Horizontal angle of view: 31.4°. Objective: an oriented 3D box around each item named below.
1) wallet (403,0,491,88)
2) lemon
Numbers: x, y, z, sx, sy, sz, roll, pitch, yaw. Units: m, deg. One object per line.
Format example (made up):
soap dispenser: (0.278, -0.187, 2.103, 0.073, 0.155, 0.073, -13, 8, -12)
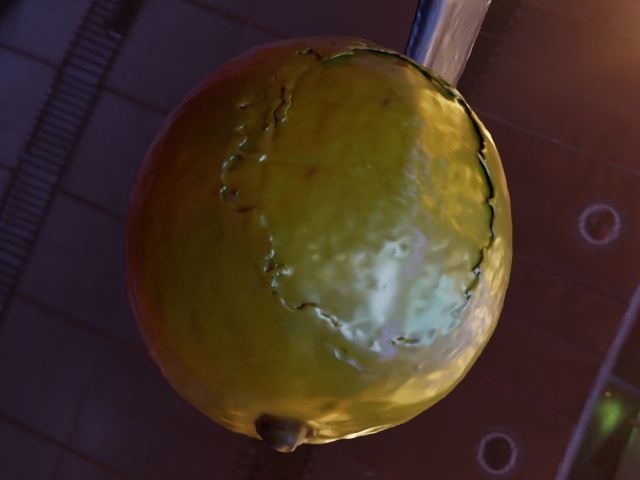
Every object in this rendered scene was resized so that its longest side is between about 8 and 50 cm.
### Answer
wallet: (0.102, -0.144, 1.176, 0.030, 0.146, 0.285, 33, -59, 24)
lemon: (0.000, -0.001, 0.825, 0.297, 0.297, 0.297, -13, -113, 33)
